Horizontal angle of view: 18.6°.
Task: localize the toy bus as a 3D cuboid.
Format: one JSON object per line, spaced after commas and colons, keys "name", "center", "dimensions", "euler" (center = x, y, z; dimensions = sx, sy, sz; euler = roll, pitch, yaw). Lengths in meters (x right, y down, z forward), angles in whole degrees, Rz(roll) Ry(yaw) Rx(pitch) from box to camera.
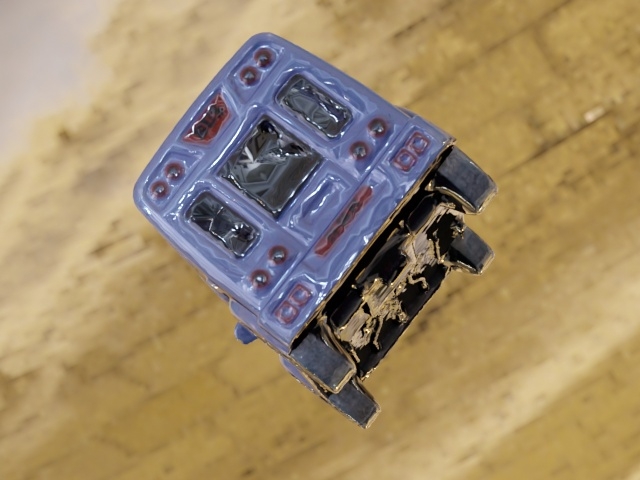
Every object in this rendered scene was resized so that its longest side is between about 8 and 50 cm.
{"name": "toy bus", "center": [0.000, 0.000, 0.964], "dimensions": [0.125, 0.133, 0.292], "euler": [-52, 170, -5]}
